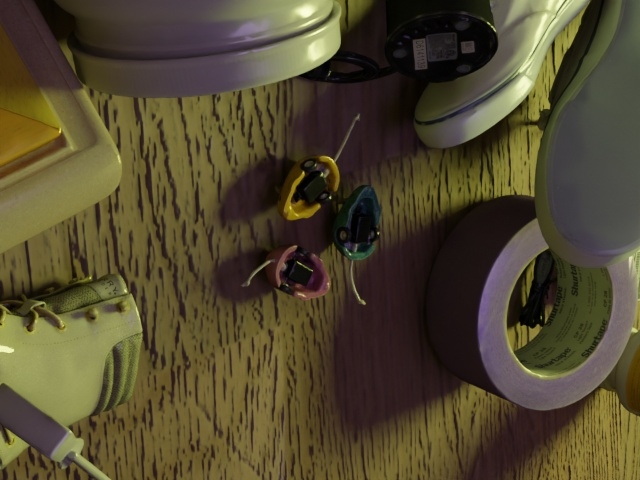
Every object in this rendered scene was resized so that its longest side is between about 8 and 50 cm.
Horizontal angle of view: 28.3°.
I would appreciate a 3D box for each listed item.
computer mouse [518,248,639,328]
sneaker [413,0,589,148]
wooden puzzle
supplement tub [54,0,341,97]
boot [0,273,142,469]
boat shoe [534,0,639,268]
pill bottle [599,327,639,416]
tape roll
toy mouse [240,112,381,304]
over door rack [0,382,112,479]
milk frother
[{"bbox_3d":[0.276,0.033,1.294,0.193,0.042,0.106,0,100,-38],"label":"computer mouse"},{"bbox_3d":[0.145,-0.186,1.067,0.258,0.094,0.091,-54,123,-28],"label":"sneaker"},{"bbox_3d":[-0.243,-0.090,0.690,0.221,0.044,0.238,-32,100,-33],"label":"wooden puzzle"},{"bbox_3d":[-0.083,-0.238,0.742,0.191,0.191,0.272,-25,120,-36],"label":"supplement tub"},{"bbox_3d":[-0.200,0.048,0.812,0.165,0.077,0.213,-27,126,-35],"label":"boot"},{"bbox_3d":[0.258,-0.122,1.144,0.136,0.156,0.367,19,66,-4],"label":"boat shoe"},{"bbox_3d":[0.375,0.146,1.324,0.103,0.184,0.103,-17,115,-40],"label":"pill bottle"},{"bbox_3d":[0.195,0.056,1.166,0.189,0.080,0.188,-7,104,-29],"label":"tape roll"},{"bbox_3d":[0.000,0.000,1.019,0.161,0.031,0.143,-48,131,-21],"label":"toy mouse"},{"bbox_3d":[-0.175,0.271,0.840,0.239,0.108,0.324,-56,150,-15],"label":"over door rack"},{"bbox_3d":[0.053,-0.189,0.967,0.143,0.129,0.134,3,61,-10],"label":"milk frother"}]
